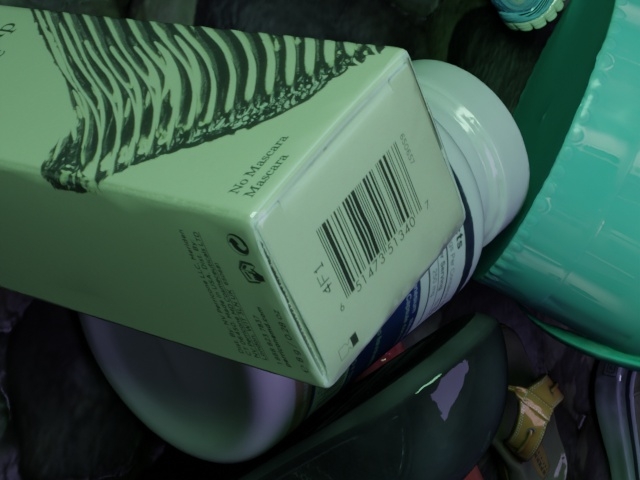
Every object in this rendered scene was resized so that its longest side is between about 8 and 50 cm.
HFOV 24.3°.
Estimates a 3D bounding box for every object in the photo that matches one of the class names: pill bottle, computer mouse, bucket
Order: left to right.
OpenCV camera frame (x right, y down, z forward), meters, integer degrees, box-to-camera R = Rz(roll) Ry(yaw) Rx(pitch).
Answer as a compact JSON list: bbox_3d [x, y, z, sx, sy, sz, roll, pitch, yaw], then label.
[{"bbox_3d":[0.000,0.000,0.866,0.265,0.153,0.153,-35,125,-40],"label":"pill bottle"},{"bbox_3d":[0.014,0.128,0.827,0.072,0.272,0.188,55,41,1],"label":"computer mouse"},{"bbox_3d":[0.231,-0.048,1.021,0.281,0.183,0.281,-157,-90,-87],"label":"bucket"}]

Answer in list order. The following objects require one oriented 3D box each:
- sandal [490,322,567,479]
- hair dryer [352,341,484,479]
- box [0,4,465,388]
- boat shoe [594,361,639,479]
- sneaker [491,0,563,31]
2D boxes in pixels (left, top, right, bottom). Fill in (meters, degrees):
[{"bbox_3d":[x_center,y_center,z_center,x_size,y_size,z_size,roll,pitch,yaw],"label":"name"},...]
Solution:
[{"bbox_3d":[0.161,0.144,1.171,0.090,0.060,0.219,-53,135,-27],"label":"sandal"},{"bbox_3d":[0.029,0.203,0.994,0.224,0.080,0.293,23,71,-35],"label":"hair dryer"},{"bbox_3d":[-0.081,-0.031,0.663,0.113,0.275,0.094,-50,133,-31],"label":"box"},{"bbox_3d":[0.327,0.215,1.362,0.109,0.094,0.302,-51,134,-29],"label":"boat shoe"},{"bbox_3d":[0.161,-0.235,1.068,0.073,0.063,0.162,30,76,-46],"label":"sneaker"}]
